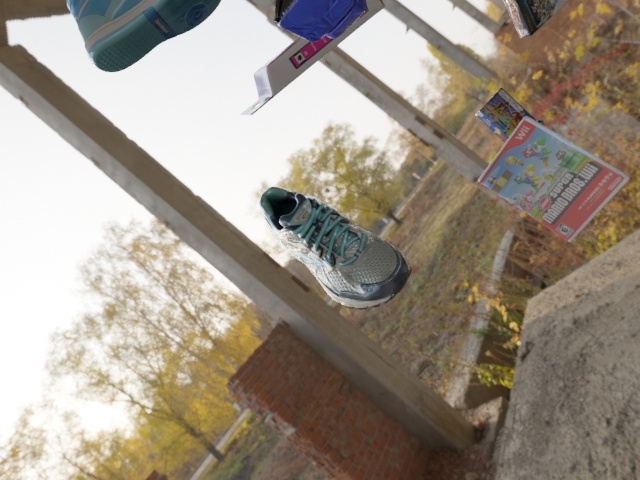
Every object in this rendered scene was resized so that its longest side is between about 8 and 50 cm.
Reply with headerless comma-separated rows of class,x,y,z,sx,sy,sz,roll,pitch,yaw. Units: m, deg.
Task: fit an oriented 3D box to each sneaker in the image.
sneaker,-0.368,-0.511,0.850,0.318,0.208,0.127,-32,-6,-3
sneaker,0.000,0.000,0.606,0.110,0.282,0.122,-52,-45,-12

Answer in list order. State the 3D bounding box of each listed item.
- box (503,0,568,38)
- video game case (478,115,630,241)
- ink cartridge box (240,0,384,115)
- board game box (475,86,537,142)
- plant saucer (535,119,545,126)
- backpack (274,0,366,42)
box,0.581,-0.719,1.174,0.159,0.233,0.044,-43,25,-4
video game case,0.591,-0.159,1.092,0.025,0.285,0.204,-24,-32,-55
ink cartridge box,-0.042,-0.418,0.945,0.371,0.069,0.176,-42,24,-2
board game box,0.656,-0.418,1.464,0.136,0.201,0.035,-45,-2,-15
plant saucer,0.728,-0.295,1.364,0.018,0.192,0.067,-14,2,44
backpack,-0.001,-0.309,0.492,0.101,0.120,0.097,7,-18,-41
